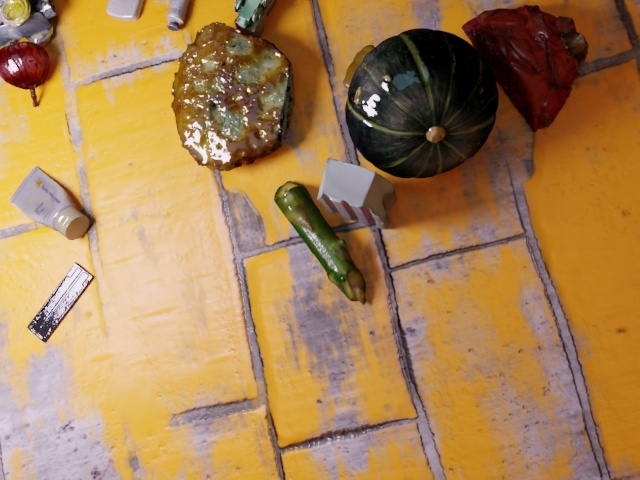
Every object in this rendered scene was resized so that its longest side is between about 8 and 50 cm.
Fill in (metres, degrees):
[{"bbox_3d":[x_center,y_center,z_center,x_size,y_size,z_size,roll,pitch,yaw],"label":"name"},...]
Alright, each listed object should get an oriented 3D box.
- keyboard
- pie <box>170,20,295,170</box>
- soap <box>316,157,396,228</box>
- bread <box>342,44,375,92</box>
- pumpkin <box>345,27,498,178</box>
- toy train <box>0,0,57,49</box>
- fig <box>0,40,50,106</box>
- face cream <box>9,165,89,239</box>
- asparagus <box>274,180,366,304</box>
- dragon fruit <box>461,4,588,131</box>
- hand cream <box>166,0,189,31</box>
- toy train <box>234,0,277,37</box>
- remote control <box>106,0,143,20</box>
[{"bbox_3d":[-0.628,0.148,1.666,0.064,0.010,0.198,36,88,11],"label":"keyboard"},{"bbox_3d":[-0.211,-0.335,1.633,0.289,0.103,0.354,4,86,9],"label":"pie"},{"bbox_3d":[0.082,-0.098,1.481,0.145,0.230,0.091,16,84,11],"label":"soap"},{"bbox_3d":[0.130,-0.377,1.602,0.140,0.069,0.127,25,87,13],"label":"bread"},{"bbox_3d":[0.210,-0.284,1.460,0.323,0.323,0.241,-30,37,3],"label":"pumpkin"},{"bbox_3d":[-0.798,-0.574,1.748,0.261,0.134,0.177,-18,78,5],"label":"toy train"},{"bbox_3d":[-0.748,-0.425,1.726,0.129,0.128,0.150,19,90,11],"label":"fig"},{"bbox_3d":[-0.666,-0.086,1.690,0.224,0.070,0.114,35,87,21],"label":"face cream"},{"bbox_3d":[0.001,-0.001,1.557,0.082,0.085,0.343,-28,74,-21],"label":"asparagus"},{"bbox_3d":[0.476,-0.431,1.515,0.205,0.152,0.316,-32,77,1],"label":"dragon fruit"},{"bbox_3d":[-0.347,-0.618,1.735,0.067,0.042,0.194,8,77,18],"label":"hand cream"},{"bbox_3d":[-0.144,-0.573,1.659,0.074,0.118,0.175,29,82,7],"label":"toy train"},{"bbox_3d":[-0.483,-0.652,1.764,0.088,0.029,0.189,12,83,11],"label":"remote control"}]
